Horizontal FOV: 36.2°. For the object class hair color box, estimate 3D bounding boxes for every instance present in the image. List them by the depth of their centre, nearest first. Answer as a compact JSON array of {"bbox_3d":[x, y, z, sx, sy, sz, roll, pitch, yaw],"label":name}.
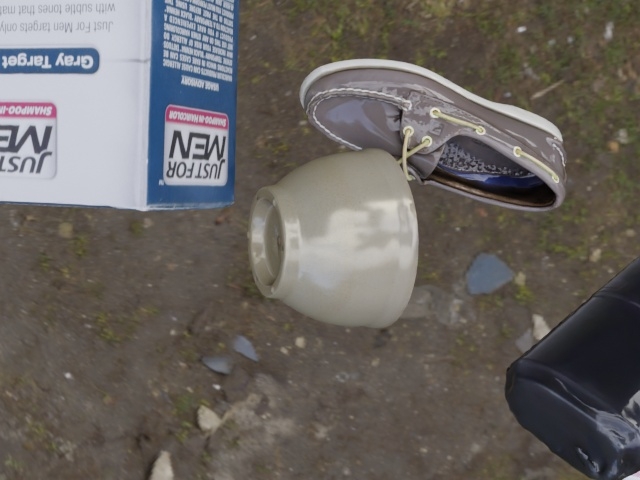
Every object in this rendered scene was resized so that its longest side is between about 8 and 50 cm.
[{"bbox_3d":[-0.139,-0.192,0.531,0.174,0.105,0.347,4,93,20],"label":"hair color box"}]

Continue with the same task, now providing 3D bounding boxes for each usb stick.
[{"bbox_3d":[0.201,0.026,0.511,0.278,0.077,0.045,-32,140,-35],"label":"usb stick"}]

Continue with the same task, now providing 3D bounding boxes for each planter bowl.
[{"bbox_3d":[0.000,0.000,0.860,0.109,0.162,0.162,-3,92,-22],"label":"planter bowl"}]

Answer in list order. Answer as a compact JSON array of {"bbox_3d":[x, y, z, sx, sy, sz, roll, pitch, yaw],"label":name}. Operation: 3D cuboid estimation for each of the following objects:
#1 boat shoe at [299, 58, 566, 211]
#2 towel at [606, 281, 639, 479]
[{"bbox_3d":[0.132,-0.113,1.115,0.324,0.116,0.097,16,45,-13],"label":"boat shoe"},{"bbox_3d":[0.342,0.149,0.987,0.144,0.029,0.197,11,79,-3],"label":"towel"}]
